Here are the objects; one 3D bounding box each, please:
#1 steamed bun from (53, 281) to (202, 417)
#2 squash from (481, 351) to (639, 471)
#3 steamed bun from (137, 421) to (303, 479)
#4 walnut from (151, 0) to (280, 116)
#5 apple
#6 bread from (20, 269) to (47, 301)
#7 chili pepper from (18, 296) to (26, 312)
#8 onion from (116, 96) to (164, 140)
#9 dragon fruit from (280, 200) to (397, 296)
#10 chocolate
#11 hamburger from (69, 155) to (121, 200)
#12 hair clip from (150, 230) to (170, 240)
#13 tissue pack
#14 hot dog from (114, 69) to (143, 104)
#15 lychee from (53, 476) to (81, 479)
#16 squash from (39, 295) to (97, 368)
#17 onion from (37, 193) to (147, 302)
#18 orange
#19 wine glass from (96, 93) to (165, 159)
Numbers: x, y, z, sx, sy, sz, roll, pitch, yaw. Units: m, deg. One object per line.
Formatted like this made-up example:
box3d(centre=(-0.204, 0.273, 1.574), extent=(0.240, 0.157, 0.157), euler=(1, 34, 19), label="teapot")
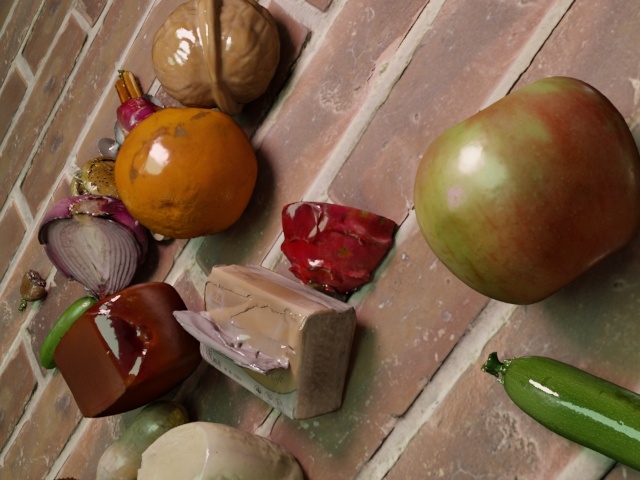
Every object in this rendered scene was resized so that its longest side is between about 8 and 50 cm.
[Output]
box3d(centre=(-0.397, 0.234, 1.502), extent=(0.379, 0.248, 0.235), euler=(-39, 78, 47), label="steamed bun")
box3d(centre=(0.383, 0.240, 0.942), extent=(0.378, 0.101, 0.101), euler=(24, 95, 44), label="squash")
box3d(centre=(-0.210, 0.465, 1.302), extent=(0.272, 0.290, 0.273), euler=(26, 79, 49), label="steamed bun")
box3d(centre=(-0.237, -0.424, 1.572), extent=(0.296, 0.285, 0.285), euler=(-9, 68, 1), label="walnut")
box3d(centre=(0.295, -0.064, 0.970), extent=(0.319, 0.319, 0.277), euler=(-30, 89, 33), label="apple")
box3d(centre=(-0.898, 0.150, 2.154), extent=(0.082, 0.060, 0.113), euler=(-55, 47, 16), label="bread")
box3d(centre=(-0.961, 0.194, 2.226), extent=(0.027, 0.022, 0.083), euler=(-5, 71, 43), label="chili pepper")
box3d(centre=(-0.417, -0.267, 1.767), extent=(0.230, 0.163, 0.230), euler=(50, 153, 38), label="onion")
box3d(centre=(0.000, 0.000, 1.334), extent=(0.261, 0.189, 0.163), euler=(3, 50, 46), label="dragon fruit")
box3d(centre=(-0.409, 0.481, 1.579), extent=(0.309, 0.134, 0.134), euler=(-50, 51, 17), label="chocolate")
box3d(centre=(-0.586, -0.151, 1.865), extent=(0.113, 0.185, 0.177), euler=(-35, 42, 39), label="hamburger")
box3d(centre=(-0.447, -0.081, 1.790), extent=(0.218, 0.071, 0.159), euler=(53, 133, 23), label="hair clip")
box3d(centre=(-0.118, 0.186, 1.308), extent=(0.305, 0.238, 0.239), euler=(21, 93, 44), label="tissue pack")
box3d(centre=(-0.549, -0.425, 1.995), extent=(0.072, 0.055, 0.188), euler=(-42, 54, 22), label="hot dog")
box3d(centre=(-0.635, 0.685, 1.685), extent=(0.238, 0.200, 0.200), euler=(4, 81, 27), label="lychee")
box3d(centre=(-0.719, 0.264, 1.946), extent=(0.292, 0.082, 0.082), euler=(-48, 52, 22), label="squash")
box3d(centre=(-0.565, 0.022, 1.799), extent=(0.267, 0.349, 0.159), euler=(6, 39, 6), label="onion")
box3d(centre=(-0.294, -0.149, 1.524), extent=(0.312, 0.312, 0.312), euler=(-13, 70, 40), label="orange")
box3d(centre=(-0.526, -0.306, 1.911), extent=(0.222, 0.103, 0.103), euler=(-37, 56, 31), label="wine glass")
